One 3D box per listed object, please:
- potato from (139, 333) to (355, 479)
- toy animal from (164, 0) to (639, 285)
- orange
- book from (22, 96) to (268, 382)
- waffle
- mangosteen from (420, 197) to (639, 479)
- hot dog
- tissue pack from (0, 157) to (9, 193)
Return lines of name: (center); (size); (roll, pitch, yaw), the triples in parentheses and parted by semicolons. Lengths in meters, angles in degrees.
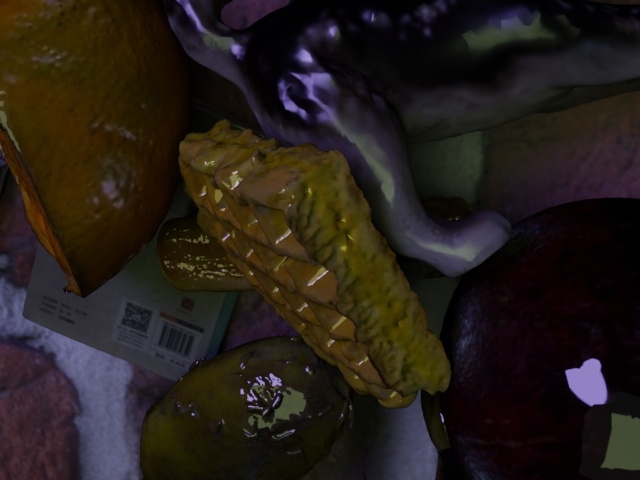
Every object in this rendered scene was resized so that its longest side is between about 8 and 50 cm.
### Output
potato: (-0.079, 0.181, 0.738); (0.251, 0.113, 0.149); (-32, 108, 16)
toy animal: (0.084, -0.163, 0.546); (0.344, 0.194, 0.303); (-41, 93, -3)
orange: (-0.220, -0.115, 0.574); (0.274, 0.274, 0.310); (2, 84, 10)
book: (-0.167, -0.006, 0.746); (0.214, 0.025, 0.283); (24, 110, 1)
waffle: (-0.019, 0.018, 0.561); (0.057, 0.219, 0.229); (-40, 124, -17)
mangosteen: (0.209, 0.113, 0.580); (0.300, 0.300, 0.300); (3, 107, 10)
hot dog: (0.000, 0.001, 0.685); (0.288, 0.068, 0.083); (-3, 120, 2)
tissue pack: (-0.398, -0.057, 0.754); (0.155, 0.065, 0.116); (27, 109, 1)
